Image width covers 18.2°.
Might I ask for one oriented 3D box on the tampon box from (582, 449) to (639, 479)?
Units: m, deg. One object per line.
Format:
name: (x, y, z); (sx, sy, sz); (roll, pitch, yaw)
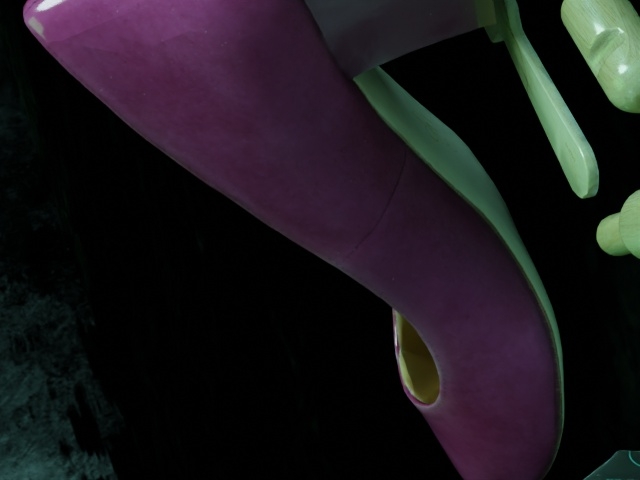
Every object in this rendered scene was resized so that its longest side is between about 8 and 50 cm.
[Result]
tampon box: (0.137, 0.161, 0.645); (0.120, 0.101, 0.161); (-4, 104, 38)

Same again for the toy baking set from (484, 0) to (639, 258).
toy baking set: (0.112, -0.085, 0.742); (0.256, 0.030, 0.196); (135, 121, -75)

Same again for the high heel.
high heel: (0.000, 0.000, 0.897); (0.127, 0.181, 0.377); (-116, 8, -54)
